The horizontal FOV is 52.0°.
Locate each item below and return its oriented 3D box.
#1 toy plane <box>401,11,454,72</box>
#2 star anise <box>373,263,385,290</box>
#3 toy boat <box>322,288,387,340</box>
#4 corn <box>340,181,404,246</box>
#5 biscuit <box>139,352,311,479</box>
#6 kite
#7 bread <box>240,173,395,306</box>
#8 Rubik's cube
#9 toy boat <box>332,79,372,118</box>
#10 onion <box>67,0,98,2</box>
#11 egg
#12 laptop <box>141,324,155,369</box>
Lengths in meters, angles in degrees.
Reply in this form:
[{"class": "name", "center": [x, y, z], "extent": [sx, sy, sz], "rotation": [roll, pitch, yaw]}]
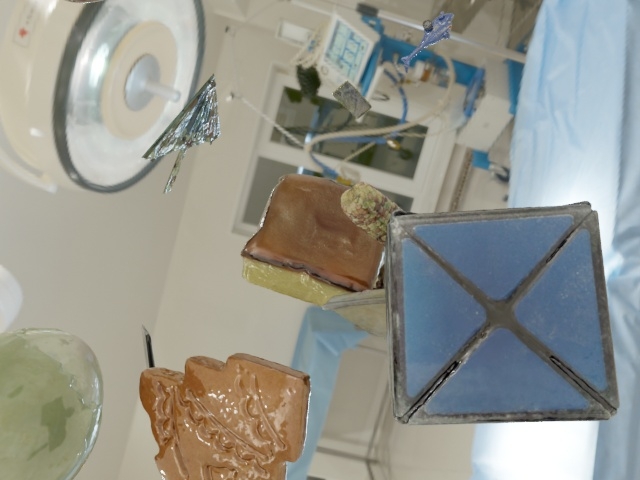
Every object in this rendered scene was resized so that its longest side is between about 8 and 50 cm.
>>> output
[{"class": "toy plane", "center": [0.244, -0.451, 1.481], "extent": [0.167, 0.062, 0.054], "rotation": [-44, -20, 2]}, {"class": "star anise", "center": [0.171, 0.167, 1.700], "extent": [0.212, 0.111, 0.196], "rotation": [-19, 95, 43]}, {"class": "toy boat", "center": [0.197, 0.160, 1.379], "extent": [0.293, 0.276, 0.111], "rotation": [-24, 34, 53]}, {"class": "corn", "center": [0.147, -0.028, 1.354], "extent": [0.086, 0.253, 0.086], "rotation": [-38, 33, 29]}, {"class": "biscuit", "center": [-0.129, 0.263, 0.913], "extent": [0.306, 0.284, 0.043], "rotation": [-40, -11, 27]}, {"class": "kite", "center": [-0.348, -0.278, 1.754], "extent": [0.368, 0.014, 0.406], "rotation": [-62, -10, 25]}, {"class": "bread", "center": [0.000, 0.000, 1.636], "extent": [0.143, 0.324, 0.333], "rotation": [100, -172, -48]}, {"class": "Rubik's cube", "center": [0.214, 0.095, 0.861], "extent": [0.255, 0.259, 0.260], "rotation": [60, -150, -83]}, {"class": "toy boat", "center": [0.093, -0.412, 1.922], "extent": [0.063, 0.115, 0.016], "rotation": [-38, 34, 20]}, {"class": "onion", "center": [-0.198, -0.322, 0.677], "extent": [0.206, 0.098, 0.151], "rotation": [-65, -23, -14]}, {"class": "egg", "center": [-0.495, 0.286, 1.064], "extent": [0.336, 0.278, 0.278], "rotation": [-57, -5, -38]}, {"class": "laptop", "center": [-0.332, 0.269, 1.296], "extent": [0.135, 0.016, 0.197], "rotation": [-175, 78, -70]}]
